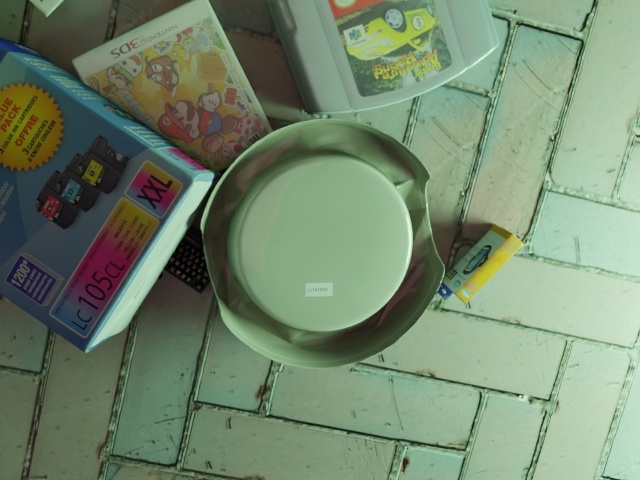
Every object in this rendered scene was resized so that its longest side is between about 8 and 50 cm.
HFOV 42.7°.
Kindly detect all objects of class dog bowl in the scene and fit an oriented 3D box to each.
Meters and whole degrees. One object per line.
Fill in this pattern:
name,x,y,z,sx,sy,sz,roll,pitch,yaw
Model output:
dog bowl,0.000,0.000,1.153,0.349,0.102,0.348,-2,103,-10

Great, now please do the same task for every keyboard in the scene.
keyboard,-0.233,0.012,1.174,0.180,0.023,0.108,36,105,-16

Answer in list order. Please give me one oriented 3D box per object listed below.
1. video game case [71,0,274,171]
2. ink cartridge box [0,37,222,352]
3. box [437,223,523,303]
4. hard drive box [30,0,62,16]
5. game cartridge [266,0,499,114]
video game case,-0.201,-0.194,1.148,0.206,0.026,0.226,-26,102,0
ink cartridge box,-0.373,-0.081,1.067,0.396,0.151,0.270,34,96,4
box,0.231,0.039,1.208,0.028,0.081,0.136,41,95,-12
hard drive box,-0.362,-0.429,1.006,0.181,0.089,0.232,-37,114,26
game cartridge,0.094,-0.293,1.147,0.294,0.060,0.196,-21,106,-1
